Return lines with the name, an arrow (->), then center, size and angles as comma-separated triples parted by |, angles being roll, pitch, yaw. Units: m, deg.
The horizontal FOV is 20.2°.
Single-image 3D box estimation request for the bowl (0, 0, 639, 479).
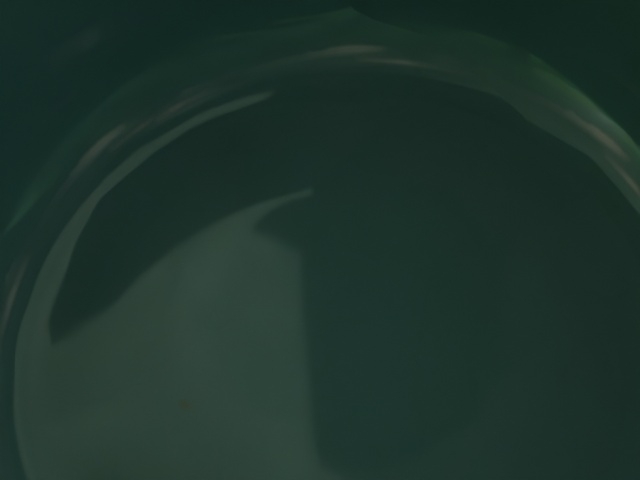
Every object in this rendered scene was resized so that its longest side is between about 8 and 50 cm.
bowl -> 0.000, 0.000, 0.399 | 0.312, 0.163, 0.311 | -2, -117, 4
